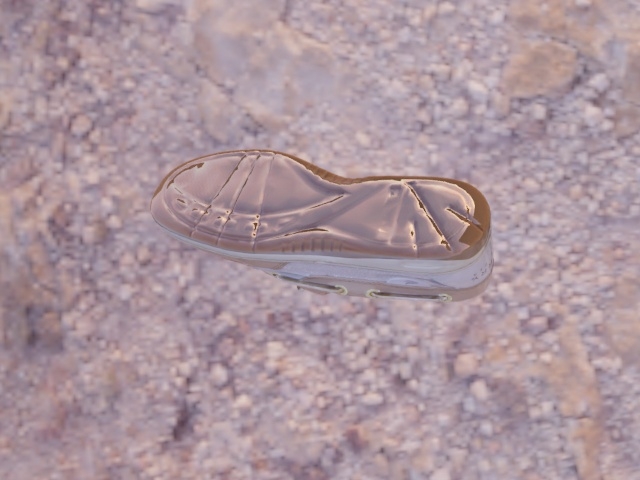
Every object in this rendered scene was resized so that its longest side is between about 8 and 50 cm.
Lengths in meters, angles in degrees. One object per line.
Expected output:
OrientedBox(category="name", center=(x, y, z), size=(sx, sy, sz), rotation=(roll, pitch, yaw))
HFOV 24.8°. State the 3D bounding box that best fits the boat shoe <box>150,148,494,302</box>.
OrientedBox(category="boat shoe", center=(0.000, 0.000, 0.543), size=(0.135, 0.045, 0.050), rotation=(11, 56, 26))
